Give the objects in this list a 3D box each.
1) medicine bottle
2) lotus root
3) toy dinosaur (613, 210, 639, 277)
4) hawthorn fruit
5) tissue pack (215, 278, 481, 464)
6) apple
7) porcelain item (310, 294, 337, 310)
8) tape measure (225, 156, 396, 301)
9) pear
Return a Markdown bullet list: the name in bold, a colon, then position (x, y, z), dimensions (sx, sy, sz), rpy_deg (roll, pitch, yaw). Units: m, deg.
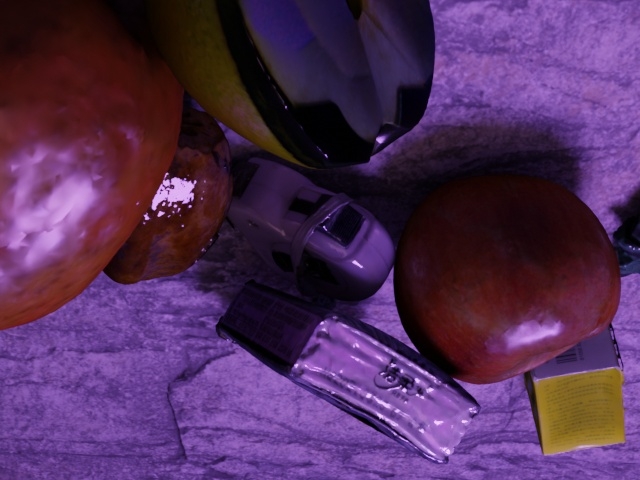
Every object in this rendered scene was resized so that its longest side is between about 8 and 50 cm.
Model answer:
- **medicine bottle**: position (0.385, 0.208, 2.027), dimensions (0.141, 0.137, 0.250), rpy_deg (-9, 142, 7)
- **lotus root**: position (-0.204, -0.054, 1.629), dimensions (0.193, 0.193, 0.291), rpy_deg (9, 137, -14)
- **toy dinosaur**: position (0.494, -0.032, 1.788), dimensions (0.120, 0.079, 0.292), rpy_deg (23, 131, -31)
- **hawthorn fruit**: position (-0.346, -0.136, 1.323), dimensions (0.472, 0.471, 0.471), rpy_deg (-2, 141, -2)
- **tissue pack**: position (0.028, 0.163, 1.761), dimensions (0.259, 0.361, 0.122), rpy_deg (30, 86, -20)
- **apple**: position (0.233, 0.039, 1.732), dimensions (0.302, 0.301, 0.301), rpy_deg (-2, 141, -2)
- **porcelain item**: position (0.009, 0.085, 1.936), dimensions (0.036, 0.028, 0.083), rpy_deg (26, 137, -8)
- **tape measure**: position (0.000, 0.000, 1.724), dimensions (0.197, 0.120, 0.236), rpy_deg (14, 154, 34)
- **pear**: position (-0.050, -0.243, 1.274), dimensions (0.165, 0.398, 0.399), rpy_deg (-10, 143, 30)
